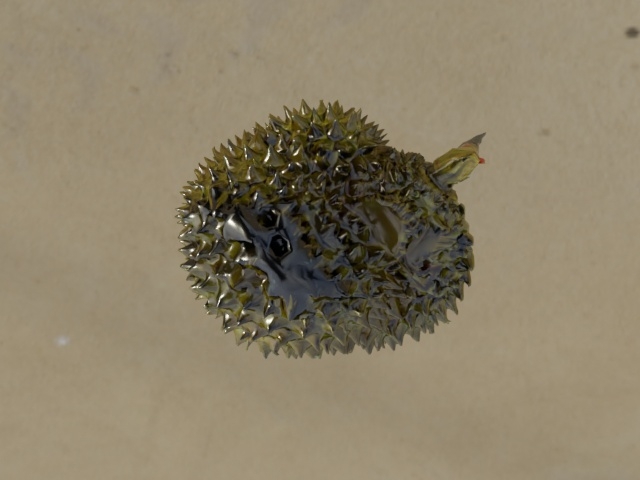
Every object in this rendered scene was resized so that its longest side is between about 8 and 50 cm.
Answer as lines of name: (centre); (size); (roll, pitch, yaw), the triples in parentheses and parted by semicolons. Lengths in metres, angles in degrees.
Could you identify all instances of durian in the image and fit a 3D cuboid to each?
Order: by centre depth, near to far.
durian: (0.000, 0.000, 0.795); (0.237, 0.138, 0.193); (-33, 85, 35)
